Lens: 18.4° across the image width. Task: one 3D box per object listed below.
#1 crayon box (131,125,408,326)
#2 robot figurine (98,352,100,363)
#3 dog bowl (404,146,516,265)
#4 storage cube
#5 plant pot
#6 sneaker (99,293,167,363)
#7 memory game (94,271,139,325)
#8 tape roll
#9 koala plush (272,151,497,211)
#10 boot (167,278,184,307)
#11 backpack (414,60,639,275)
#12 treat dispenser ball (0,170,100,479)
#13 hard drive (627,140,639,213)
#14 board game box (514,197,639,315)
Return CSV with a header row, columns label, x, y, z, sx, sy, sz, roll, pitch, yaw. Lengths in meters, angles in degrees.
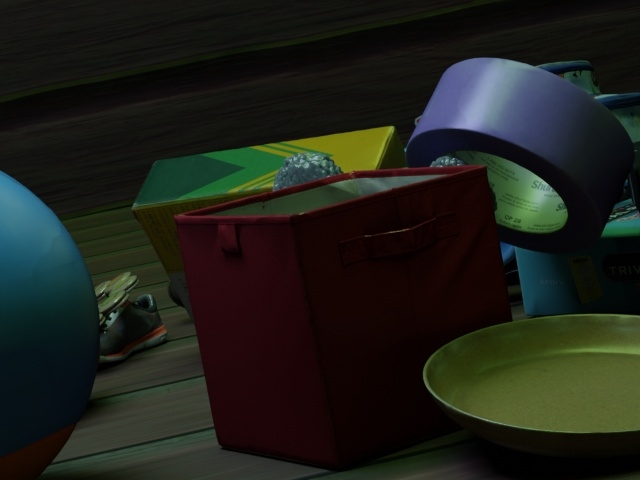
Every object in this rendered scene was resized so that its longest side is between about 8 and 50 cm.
label,x,y,z,sx,sy,sz,roll,pitch,yaw
crayon box,0.000,0.000,1.946,0.318,0.202,0.081,-6,38,24
robot figurine,-0.281,0.109,1.811,0.128,0.158,0.219,10,13,17
dog bowl,0.092,-0.024,2.009,0.297,0.166,0.074,-16,25,29
storage cube,0.022,0.054,1.528,0.184,0.193,0.215,-15,9,-32
plant pot,0.190,0.103,1.385,0.236,0.032,0.236,-3,17,1
sneaker,-0.225,0.093,2.101,0.061,0.065,0.158,-6,8,29
memory game,-0.267,0.092,2.080,0.186,0.012,0.186,-35,12,9
tape roll,0.176,-0.073,1.744,0.189,0.189,0.080,-3,54,49
koala plush,0.067,0.040,1.785,0.196,0.203,0.221,4,-9,17
boot,-0.073,0.045,2.202,0.219,0.082,0.106,-8,5,9
backpack,0.249,-0.085,2.154,0.263,0.213,0.276,-13,5,33
treat dispenser ball,-0.310,0.073,1.478,0.288,0.288,0.288,-11,7,1
hard drive,0.398,-0.060,1.749,0.237,0.064,0.339,-11,8,5
board game box,0.394,0.000,1.861,0.336,0.079,0.254,-4,9,41
